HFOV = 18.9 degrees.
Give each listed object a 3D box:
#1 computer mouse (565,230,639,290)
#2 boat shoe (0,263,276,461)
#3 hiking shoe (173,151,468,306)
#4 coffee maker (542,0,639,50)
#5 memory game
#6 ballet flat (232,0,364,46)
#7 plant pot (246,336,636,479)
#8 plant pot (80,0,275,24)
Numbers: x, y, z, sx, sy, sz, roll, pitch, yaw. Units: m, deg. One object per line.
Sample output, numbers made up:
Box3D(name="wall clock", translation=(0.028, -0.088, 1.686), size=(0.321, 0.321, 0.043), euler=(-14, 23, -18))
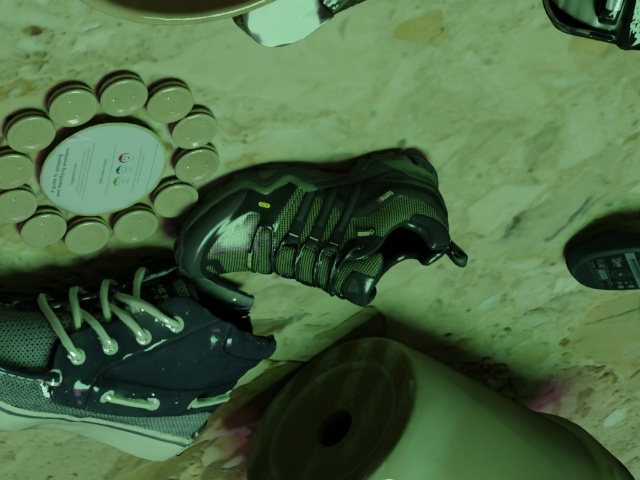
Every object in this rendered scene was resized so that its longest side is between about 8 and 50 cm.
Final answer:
Box3D(name="computer mouse", translation=(0.335, 0.009, 1.688), size=(0.242, 0.041, 0.071), euler=(-3, 146, 19))
Box3D(name="boat shoe", translation=(-0.185, 0.069, 1.515), size=(0.158, 0.127, 0.340), euler=(-45, 146, 19))
Box3D(name="hiking shoe", translation=(0.000, 0.000, 1.517), size=(0.227, 0.114, 0.086), euler=(-14, 140, -11))
Box3D(name="coffee maker", translation=(0.254, -0.233, 1.353), size=(0.171, 0.120, 0.178), euler=(-3, 128, -19))
Box3D(name="memory game", translation=(-0.164, -0.056, 1.454), size=(0.186, 0.012, 0.186), euler=(-14, 141, -11))
Box3D(name="ballet flat", translation=(0.050, -0.209, 1.357), size=(0.250, 0.058, 0.084), euler=(-26, 120, -5))
Box3D(name="plant pot", translation=(0.088, 0.243, 1.727), size=(0.323, 0.323, 0.280), euler=(-36, 124, 15))
Box3D(name="plant pot", translation=(-0.080, -0.257, 1.185), size=(0.237, 0.109, 0.237), euler=(-14, 141, -11))
